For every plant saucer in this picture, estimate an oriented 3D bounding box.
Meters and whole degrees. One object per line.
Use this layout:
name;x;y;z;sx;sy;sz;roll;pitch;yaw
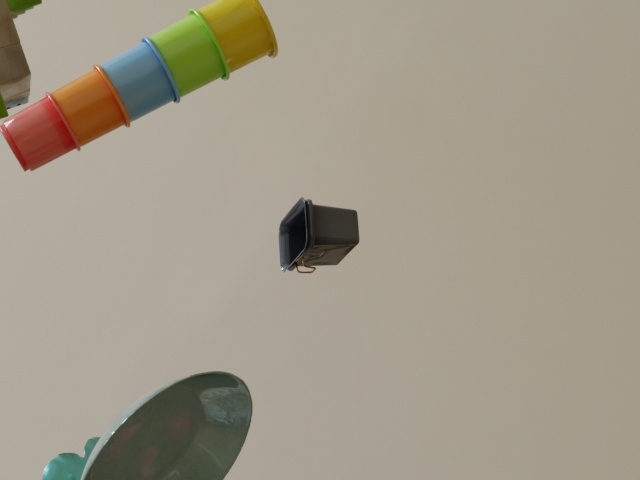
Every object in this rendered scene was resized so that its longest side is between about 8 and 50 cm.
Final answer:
plant saucer;-0.144;0.186;1.115;0.037;0.195;0.195;37;-22;33

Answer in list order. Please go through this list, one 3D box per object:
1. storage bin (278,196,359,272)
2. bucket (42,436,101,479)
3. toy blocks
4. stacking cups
storage bin;0.000;0.000;1.916;0.091;0.098;0.135;3;-21;-18
bucket;-0.250;0.382;1.429;0.183;0.281;0.281;36;-25;22
toy blocks;-0.529;-0.340;1.917;0.261;0.190;0.381;153;-83;-75
stacking cups;-0.207;-0.181;1.426;0.096;0.316;0.096;60;-10;18
